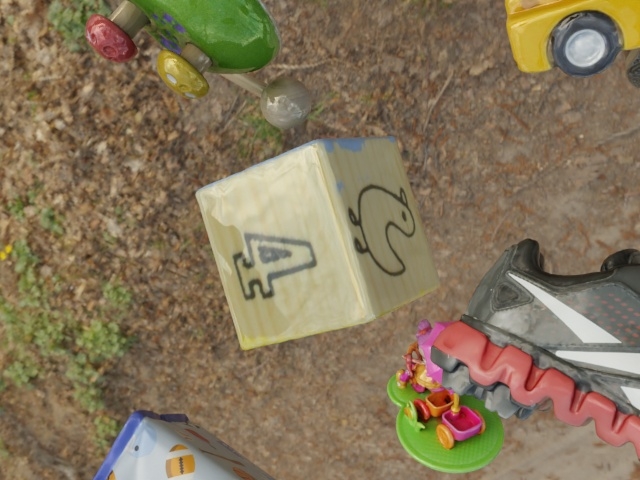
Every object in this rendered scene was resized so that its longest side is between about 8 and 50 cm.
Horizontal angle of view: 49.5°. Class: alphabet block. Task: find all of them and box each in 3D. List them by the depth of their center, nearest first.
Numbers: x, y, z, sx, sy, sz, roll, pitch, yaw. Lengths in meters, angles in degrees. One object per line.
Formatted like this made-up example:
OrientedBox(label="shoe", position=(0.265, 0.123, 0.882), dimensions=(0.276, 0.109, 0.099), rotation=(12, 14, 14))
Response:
OrientedBox(label="alphabet block", position=(0.000, 0.000, 0.827), dimensions=(0.193, 0.192, 0.197), rotation=(-18, 89, 35))

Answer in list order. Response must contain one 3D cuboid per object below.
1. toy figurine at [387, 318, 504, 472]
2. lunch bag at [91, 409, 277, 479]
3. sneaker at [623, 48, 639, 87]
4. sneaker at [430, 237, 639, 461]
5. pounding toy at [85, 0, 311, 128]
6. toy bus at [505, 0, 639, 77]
OrientedBox(label="toy figurine", position=(0.144, 0.154, 0.817), dimensions=(0.130, 0.173, 0.159), rotation=(-18, 127, -22))
OrientedBox(label="lunch bag", position=(-0.193, 0.476, 0.923), dimensions=(0.327, 0.386, 0.239), rotation=(28, 170, 18))
OrientedBox(label="sneaker", position=(0.345, -0.228, 0.713), dimensions=(0.066, 0.071, 0.188), rotation=(-4, 160, 22))
OrientedBox(label="sneaker", position=(0.212, 0.081, 0.428), dimensions=(0.276, 0.135, 0.097), rotation=(23, 176, 26))
OrientedBox(label="pounding toy", position=(-0.129, -0.181, 0.663), dimensions=(0.182, 0.110, 0.237), rotation=(29, 168, 36))
OrientedBox(label="toy bus", position=(0.300, -0.223, 0.497), dimensions=(0.332, 0.108, 0.130), rotation=(-10, 116, 26))
